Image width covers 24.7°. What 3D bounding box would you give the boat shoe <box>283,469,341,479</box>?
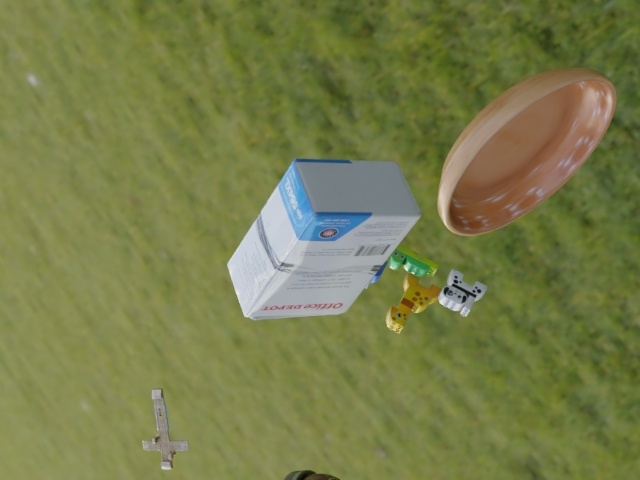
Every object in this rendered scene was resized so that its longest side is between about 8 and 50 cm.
[{"bbox_3d":[0.028,0.336,1.181,0.111,0.105,0.307,20,-119,-58],"label":"boat shoe"}]

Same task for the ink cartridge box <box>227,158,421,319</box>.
[{"bbox_3d":[0.000,0.000,1.708,0.203,0.148,0.085,-53,48,43],"label":"ink cartridge box"}]

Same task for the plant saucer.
[{"bbox_3d":[0.184,-0.086,1.346,0.037,0.200,0.200,52,160,27],"label":"plant saucer"}]

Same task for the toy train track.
[{"bbox_3d":[-0.156,0.186,1.429,0.048,0.014,0.083,-2,104,15],"label":"toy train track"}]

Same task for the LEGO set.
[{"bbox_3d":[0.106,0.067,2.049,0.227,0.093,0.087,27,144,3],"label":"LEGO set"}]
